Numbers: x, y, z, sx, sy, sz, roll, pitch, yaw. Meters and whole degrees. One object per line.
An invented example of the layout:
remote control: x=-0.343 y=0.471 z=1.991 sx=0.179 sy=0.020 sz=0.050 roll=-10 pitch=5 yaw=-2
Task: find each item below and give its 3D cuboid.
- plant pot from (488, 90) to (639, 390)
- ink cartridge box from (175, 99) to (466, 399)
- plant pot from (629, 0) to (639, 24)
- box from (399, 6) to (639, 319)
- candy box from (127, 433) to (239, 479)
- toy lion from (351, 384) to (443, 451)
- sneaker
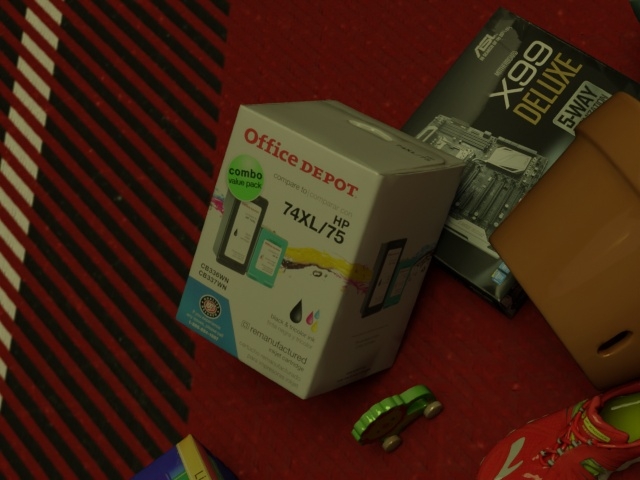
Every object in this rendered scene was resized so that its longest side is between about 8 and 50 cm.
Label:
plant pot: x=0.314 y=0.021 z=1.331 sx=0.203 sy=0.291 sz=0.291 roll=-37 pitch=61 yaw=6
ink cartridge box: x=0.000 y=0.000 z=1.446 sx=0.198 sy=0.197 sz=0.270 roll=28 pitch=111 yaw=27
plant pot: x=0.510 y=-0.228 z=1.399 sx=0.290 sy=0.290 sz=0.195 roll=-21 pitch=99 yaw=11
box: x=0.222 y=-0.098 z=1.533 sx=0.242 sy=0.076 sz=0.307 roll=37 pitch=85 yaw=28
candy box: x=-0.199 y=0.418 z=1.410 sx=0.317 sy=0.122 sz=0.268 roll=-35 pitch=42 yaw=1
toy lion: x=0.083 y=0.198 z=1.450 sx=0.100 sy=0.096 sz=0.034 roll=-39 pitch=61 yaw=1
sneaker: x=0.284 y=0.205 z=1.362 sx=0.279 sy=0.118 sz=0.107 roll=-28 pitch=61 yaw=7
